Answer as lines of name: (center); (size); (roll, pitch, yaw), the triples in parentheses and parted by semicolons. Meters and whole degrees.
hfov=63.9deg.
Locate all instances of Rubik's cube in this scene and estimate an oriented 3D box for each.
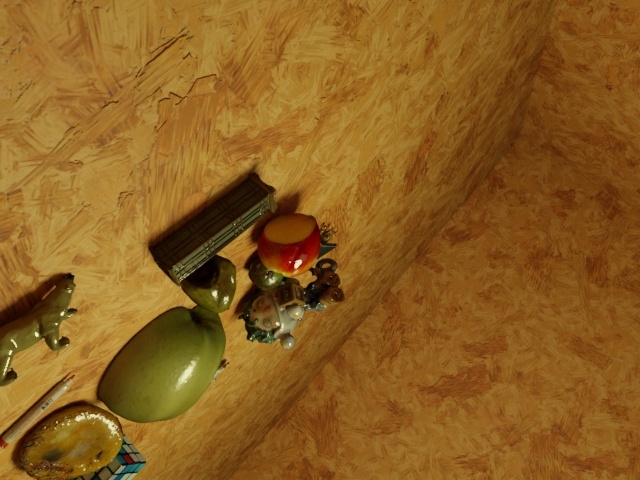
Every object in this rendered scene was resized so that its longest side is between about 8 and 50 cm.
Rubik's cube: (-0.653, 0.670, 1.539); (0.154, 0.155, 0.151); (-47, 158, -9)

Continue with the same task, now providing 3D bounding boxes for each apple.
apple: (-0.446, 0.350, 1.511); (0.360, 0.312, 0.320); (-53, -156, 11)

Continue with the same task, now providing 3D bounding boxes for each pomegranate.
pomegranate: (-0.174, 0.097, 1.625); (0.114, 0.114, 0.142); (-47, -171, -10)

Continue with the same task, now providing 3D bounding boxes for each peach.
peach: (-0.087, 0.007, 1.515); (0.190, 0.190, 0.192); (6, 103, -66)

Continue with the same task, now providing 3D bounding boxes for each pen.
pen: (-0.670, 0.403, 1.221); (0.218, 0.026, 0.026); (-45, 159, -14)

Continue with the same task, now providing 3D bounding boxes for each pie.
pie: (-0.663, 0.547, 1.369); (0.274, 0.069, 0.273); (-19, 127, -27)

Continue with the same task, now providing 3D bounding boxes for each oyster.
oyster: (-0.396, 0.505, 1.940); (0.146, 0.045, 0.121); (-44, 157, -37)

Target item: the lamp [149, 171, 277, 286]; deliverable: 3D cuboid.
lamp: (-0.250, -0.032, 1.249); (0.325, 0.090, 0.089); (-42, 157, -23)

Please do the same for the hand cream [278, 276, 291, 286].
hand cream: (-0.186, 0.233, 1.920); (0.109, 0.067, 0.320); (-31, 160, -44)

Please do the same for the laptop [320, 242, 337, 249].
laptop: (-0.017, 0.046, 1.920); (0.129, 0.016, 0.180); (-34, 165, 19)

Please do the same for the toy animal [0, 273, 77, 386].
toy animal: (-0.551, 0.165, 0.990); (0.219, 0.103, 0.100); (-35, 132, -25)

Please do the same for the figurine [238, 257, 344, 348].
figurine: (-0.109, 0.221, 1.697); (0.382, 0.260, 0.186); (-28, 144, 31)

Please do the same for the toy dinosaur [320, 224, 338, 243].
toy dinosaur: (0.000, 0.000, 1.906); (0.126, 0.039, 0.162); (-43, 164, 10)

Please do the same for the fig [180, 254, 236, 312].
fig: (-0.286, 0.111, 1.345); (0.144, 0.154, 0.165); (-13, 116, 4)
